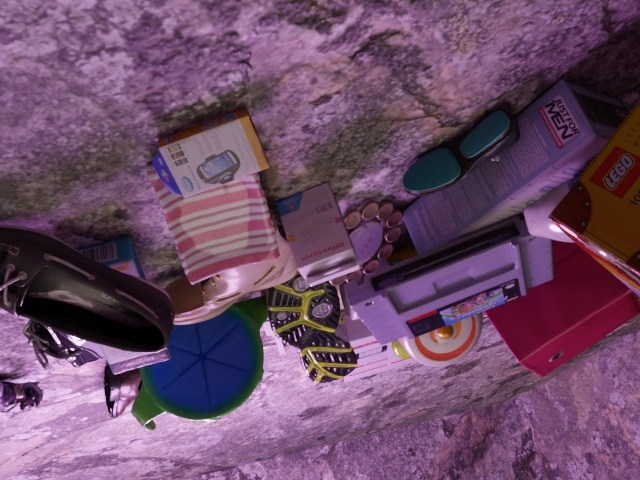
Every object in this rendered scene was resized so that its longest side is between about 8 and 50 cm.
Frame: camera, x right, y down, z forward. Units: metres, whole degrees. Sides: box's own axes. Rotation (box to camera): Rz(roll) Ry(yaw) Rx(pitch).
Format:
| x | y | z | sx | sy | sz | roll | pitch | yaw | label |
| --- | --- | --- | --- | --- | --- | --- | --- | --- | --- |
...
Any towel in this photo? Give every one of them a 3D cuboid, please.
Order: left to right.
| x | y | z | sx | sy | sz | roll | pitch | yaw | label |
| --- | --- | --- | --- | --- | --- | --- | --- | --- | --- |
| -0.144 | -0.036 | 0.947 | 0.144 | 0.029 | 0.197 | -17 | 124 | -6 | towel |

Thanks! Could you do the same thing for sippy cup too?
| x | y | z | sx | sy | sz | roll | pitch | yaw | label |
| --- | --- | --- | --- | --- | --- | --- | --- | --- | --- |
| -0.225 | 0.243 | 1.359 | 0.305 | 0.240 | 0.224 | -6 | 164 | -4 | sippy cup |

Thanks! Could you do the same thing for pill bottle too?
| x | y | z | sx | sy | sz | roll | pitch | yaw | label |
| --- | --- | --- | --- | --- | --- | --- | --- | --- | --- |
| 0.168 | 0.085 | 1.377 | 0.245 | 0.136 | 0.136 | -12 | 154 | -14 | pill bottle |

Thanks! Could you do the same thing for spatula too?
| x | y | z | sx | sy | sz | roll | pitch | yaw | label |
| --- | --- | --- | --- | --- | --- | --- | --- | --- | --- |
| -0.043 | 0.226 | 1.647 | 0.168 | 0.019 | 0.242 | -15 | 152 | -3 | spatula |

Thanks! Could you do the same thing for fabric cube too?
| x | y | z | sx | sy | sz | roll | pitch | yaw | label |
| --- | --- | --- | --- | --- | --- | --- | --- | --- | --- |
| 0.486 | 0.103 | 1.442 | 0.258 | 0.259 | 0.254 | -37 | 150 | 14 | fabric cube |

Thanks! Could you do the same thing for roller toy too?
| x | y | z | sx | sy | sz | roll | pitch | yaw | label |
| --- | --- | --- | --- | --- | --- | --- | --- | --- | --- |
| 0.259 | 0.177 | 1.531 | 0.191 | 0.146 | 0.209 | -8 | 109 | -10 | roller toy |

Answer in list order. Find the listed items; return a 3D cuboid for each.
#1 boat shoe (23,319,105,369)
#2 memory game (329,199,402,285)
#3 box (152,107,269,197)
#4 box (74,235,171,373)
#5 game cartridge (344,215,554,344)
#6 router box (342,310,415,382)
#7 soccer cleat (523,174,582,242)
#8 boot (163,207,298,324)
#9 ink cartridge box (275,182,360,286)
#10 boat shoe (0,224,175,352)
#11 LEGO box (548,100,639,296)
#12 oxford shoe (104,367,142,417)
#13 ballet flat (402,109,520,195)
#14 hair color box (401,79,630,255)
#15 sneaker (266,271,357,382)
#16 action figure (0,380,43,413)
| x | y | z | sx | sy | sz | roll | pitch | yaw | label |
| --- | --- | --- | --- | --- | --- | --- | --- | --- | --- |
| -0.435 | 0.150 | 1.135 | 0.105 | 0.113 | 0.306 | -29 | 166 | -11 | boat shoe |
| 0.072 | 0.006 | 1.213 | 0.186 | 0.012 | 0.186 | -25 | 138 | -24 | memory game |
| -0.142 | -0.109 | 0.868 | 0.136 | 0.028 | 0.081 | -18 | 127 | 4 | box |
| -0.320 | 0.110 | 1.094 | 0.100 | 0.060 | 0.244 | -14 | 134 | -9 | box |
| 0.240 | 0.079 | 1.216 | 0.355 | 0.068 | 0.230 | -23 | 144 | 9 | game cartridge |
| 0.205 | 0.238 | 1.754 | 0.335 | 0.082 | 0.301 | -15 | 151 | -8 | router box |
| 0.465 | -0.067 | 1.069 | 0.331 | 0.116 | 0.143 | -9 | 177 | -28 | soccer cleat |
| -0.173 | 0.042 | 1.109 | 0.262 | 0.095 | 0.203 | -21 | 155 | 2 | boot |
| 0.000 | 0.000 | 1.084 | 0.092 | 0.143 | 0.090 | -20 | 155 | 5 | ink cartridge box |
| -0.355 | 0.071 | 0.939 | 0.335 | 0.095 | 0.112 | 23 | 110 | -27 | boat shoe |
| 0.594 | -0.117 | 0.873 | 0.372 | 0.193 | 0.500 | 29 | 102 | -41 | LEGO box |
| -0.450 | 0.353 | 1.575 | 0.096 | 0.083 | 0.227 | -10 | 155 | -26 | oxford shoe |
| 0.225 | -0.128 | 1.068 | 0.203 | 0.074 | 0.074 | -35 | 150 | 26 | ballet flat |
| 0.336 | -0.095 | 1.154 | 0.185 | 0.113 | 0.374 | 3 | 148 | -40 | hair color box |
| -0.032 | 0.136 | 1.361 | 0.145 | 0.147 | 0.385 | -18 | 136 | -4 | sneaker |
| -0.650 | 0.300 | 1.317 | 0.185 | 0.099 | 0.285 | -18 | 159 | -14 | action figure |
